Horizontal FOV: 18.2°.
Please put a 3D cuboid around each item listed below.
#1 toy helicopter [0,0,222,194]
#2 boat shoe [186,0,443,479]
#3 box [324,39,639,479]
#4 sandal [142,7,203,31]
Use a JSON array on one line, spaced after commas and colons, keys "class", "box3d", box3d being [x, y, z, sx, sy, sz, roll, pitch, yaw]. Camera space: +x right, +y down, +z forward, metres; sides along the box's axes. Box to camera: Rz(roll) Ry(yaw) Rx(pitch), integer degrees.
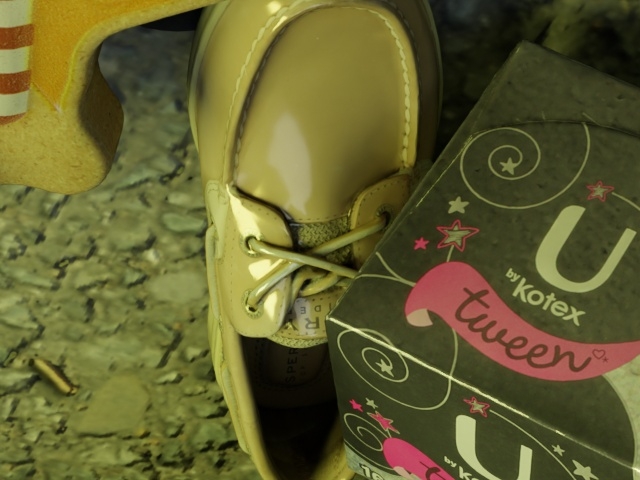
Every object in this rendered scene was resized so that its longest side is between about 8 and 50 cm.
[{"class": "toy helicopter", "box3d": [-0.110, -0.110, 0.701, 0.355, 0.140, 0.235, -11, 133, 19]}, {"class": "boat shoe", "box3d": [0.000, 0.000, 0.854, 0.109, 0.098, 0.302, -4, 140, -10]}, {"class": "box", "box3d": [0.148, 0.057, 0.800, 0.247, 0.163, 0.142, 26, 153, 21]}, {"class": "sandal", "box3d": [-0.059, -0.173, 0.722, 0.097, 0.054, 0.254, -9, 135, 5]}]
